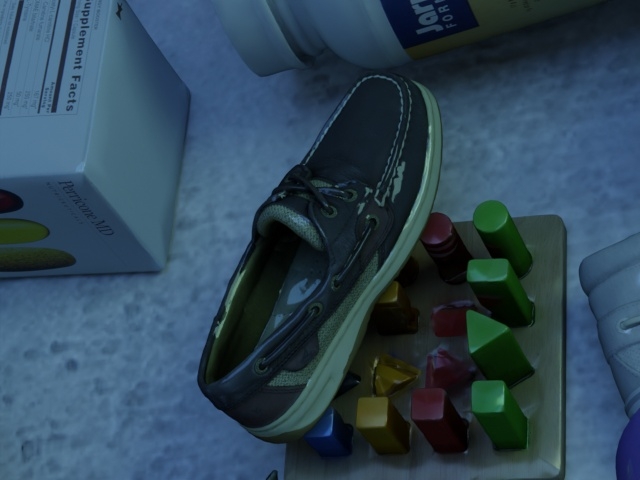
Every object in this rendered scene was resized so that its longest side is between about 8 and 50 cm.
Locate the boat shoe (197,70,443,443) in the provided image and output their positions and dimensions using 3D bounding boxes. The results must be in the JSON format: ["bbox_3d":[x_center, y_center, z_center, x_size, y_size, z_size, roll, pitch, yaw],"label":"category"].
[{"bbox_3d":[-0.001,0.000,1.051,0.080,0.073,0.223,15,76,39],"label":"boat shoe"}]

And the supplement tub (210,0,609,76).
[{"bbox_3d":[0.084,-0.232,1.112,0.316,0.228,0.228,-17,61,11],"label":"supplement tub"}]

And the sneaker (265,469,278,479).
[{"bbox_3d":[-0.011,0.327,0.938,0.182,0.158,0.410,14,75,6],"label":"sneaker"}]

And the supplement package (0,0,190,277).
[{"bbox_3d":[-0.223,-0.062,1.187,0.244,0.139,0.133,-3,63,18],"label":"supplement package"}]

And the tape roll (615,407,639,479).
[{"bbox_3d":[0.237,0.132,0.900,0.189,0.189,0.080,-11,47,14],"label":"tape roll"}]

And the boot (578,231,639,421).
[{"bbox_3d":[0.266,0.006,1.011,0.258,0.095,0.123,-24,67,8],"label":"boot"}]

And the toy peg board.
[{"bbox_3d":[0.053,0.052,1.073,0.161,0.079,0.161,-4,64,17],"label":"toy peg board"}]
